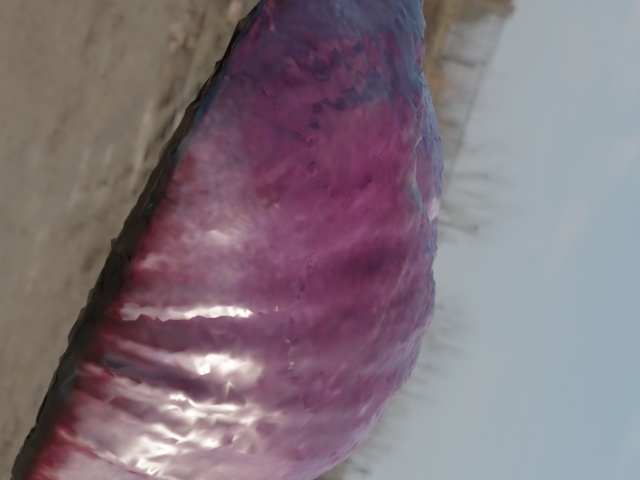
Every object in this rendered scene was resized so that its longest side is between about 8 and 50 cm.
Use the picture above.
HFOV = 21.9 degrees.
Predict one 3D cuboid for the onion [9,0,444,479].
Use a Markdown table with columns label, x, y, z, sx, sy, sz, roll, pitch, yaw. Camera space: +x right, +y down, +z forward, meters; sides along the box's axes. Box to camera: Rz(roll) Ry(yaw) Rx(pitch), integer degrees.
| label | x | y | z | sx | sy | sz | roll | pitch | yaw |
| --- | --- | --- | --- | --- | --- | --- | --- | --- | --- |
| onion | 0.000 | 0.000 | 0.625 | 0.247 | 0.111 | 0.250 | -61 | 175 | 17 |
